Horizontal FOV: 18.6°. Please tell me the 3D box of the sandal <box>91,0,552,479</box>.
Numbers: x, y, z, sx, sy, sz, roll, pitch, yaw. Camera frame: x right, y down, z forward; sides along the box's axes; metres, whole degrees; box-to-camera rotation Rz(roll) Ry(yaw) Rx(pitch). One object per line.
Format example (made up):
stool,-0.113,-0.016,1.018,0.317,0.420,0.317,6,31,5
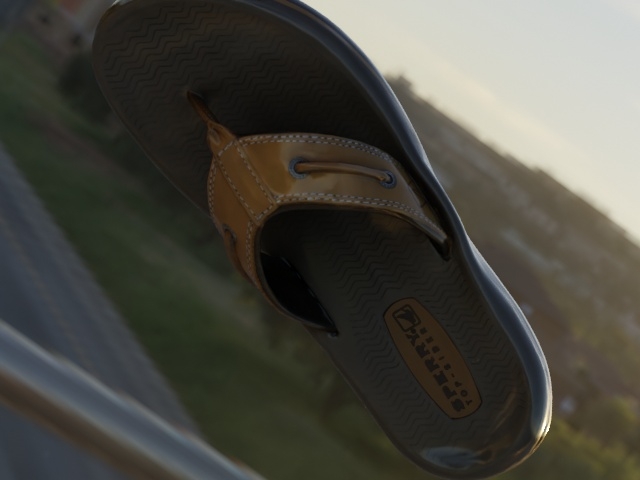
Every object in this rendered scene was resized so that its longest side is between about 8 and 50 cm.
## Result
sandal,0.000,0.000,0.686,0.219,0.090,0.060,56,24,-6
